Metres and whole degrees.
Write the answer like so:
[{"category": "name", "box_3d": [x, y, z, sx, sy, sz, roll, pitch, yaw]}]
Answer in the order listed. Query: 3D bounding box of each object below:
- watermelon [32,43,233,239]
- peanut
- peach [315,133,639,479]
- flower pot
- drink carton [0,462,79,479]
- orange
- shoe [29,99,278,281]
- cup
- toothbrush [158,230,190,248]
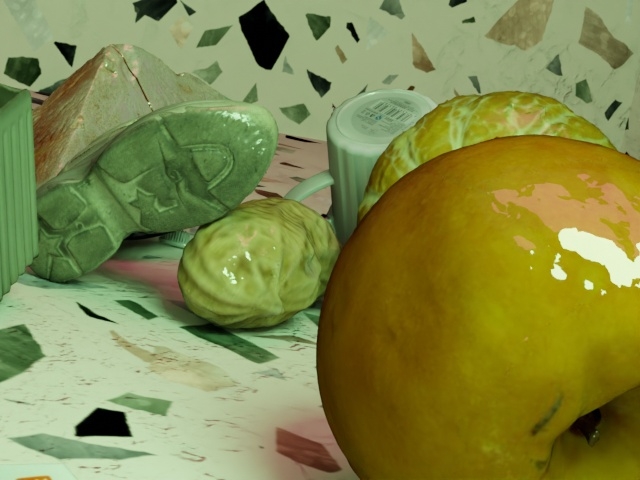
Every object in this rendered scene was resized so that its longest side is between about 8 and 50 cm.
[{"category": "watermelon", "box_3d": [-0.295, -0.099, 1.736, 0.222, 0.319, 0.292, -20, -38, 34]}, {"category": "peanut", "box_3d": [-0.057, 0.026, 1.462, 0.153, 0.140, 0.325, 27, 12, 19]}, {"category": "peach", "box_3d": [0.163, 0.075, 0.945, 0.342, 0.343, 0.302, 9, 28, -15]}, {"category": "flower pot", "box_3d": [-0.397, -0.054, 1.237, 0.239, 0.190, 0.209, 17, 27, 33]}, {"category": "drink carton", "box_3d": [-0.240, 0.169, 0.553, 0.315, 0.107, 0.130, 5, 16, -34]}, {"category": "orange", "box_3d": [0.202, -0.007, 1.414, 0.329, 0.329, 0.249, 16, 3, 21]}, {"category": "shoe", "box_3d": [-0.184, -0.092, 1.434, 0.342, 0.132, 0.210, -24, 21, 26]}, {"category": "cup", "box_3d": [0.071, -0.063, 1.604, 0.221, 0.202, 0.167, -33, 44, -27]}, {"category": "toothbrush", "box_3d": [-0.090, 0.026, 1.725, 0.286, 0.025, 0.020, 15, 6, 14]}]
